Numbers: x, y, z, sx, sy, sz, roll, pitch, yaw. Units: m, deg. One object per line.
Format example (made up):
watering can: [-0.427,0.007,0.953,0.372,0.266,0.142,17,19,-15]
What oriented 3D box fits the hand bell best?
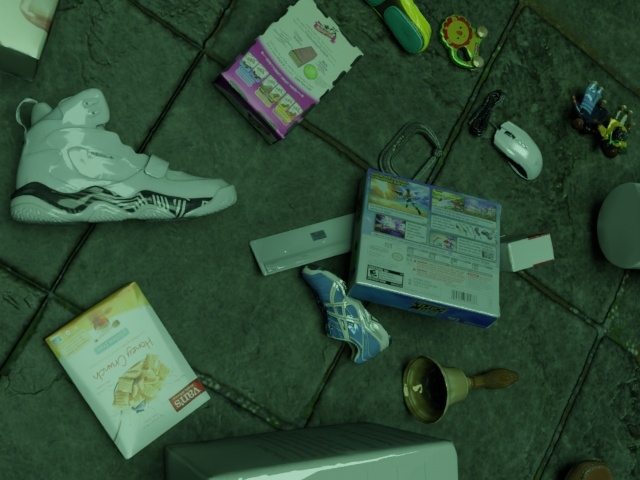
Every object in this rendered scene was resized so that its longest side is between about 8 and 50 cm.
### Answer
hand bell: [0.289,0.270,1.748,0.242,0.126,0.126,-1,86,-34]

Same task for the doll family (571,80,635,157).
doll family: [0.585,-0.244,1.920,0.193,0.076,0.111,33,78,-12]

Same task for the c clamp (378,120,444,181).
c clamp: [0.182,-0.145,1.771,0.137,0.022,0.160,38,74,-10]

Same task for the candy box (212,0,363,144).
candy box: [-0.058,-0.309,1.654,0.159,0.071,0.233,47,71,-12]

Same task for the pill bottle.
pill bottle: [0.791,-0.020,1.900,0.408,0.229,0.229,3,84,-22]

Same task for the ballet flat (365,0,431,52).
ballet flat: [0.136,-0.462,1.755,0.231,0.077,0.077,52,48,-14]

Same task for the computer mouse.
computer mouse: [0.387,-0.203,1.846,0.193,0.042,0.106,43,70,-14]

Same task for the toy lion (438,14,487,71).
toy lion: [0.279,-0.395,1.826,0.096,0.034,0.100,10,82,-15]

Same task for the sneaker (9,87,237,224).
sneaker: [-0.316,-0.134,1.494,0.366,0.137,0.210,-2,89,-20]

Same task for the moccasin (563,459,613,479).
moccasin: [0.534,0.621,1.784,0.139,0.147,0.380,9,82,-22]

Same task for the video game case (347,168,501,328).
video game case: [0.192,0.014,1.668,0.270,0.061,0.244,14,59,-10]

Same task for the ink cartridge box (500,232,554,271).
ink cartridge box: [0.366,0.023,1.770,0.099,0.135,0.056,-13,94,-23]

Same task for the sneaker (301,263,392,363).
sneaker: [0.036,0.131,1.651,0.081,0.080,0.211,-42,94,-12]

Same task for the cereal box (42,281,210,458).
cereal box: [-0.316,0.212,1.516,0.173,0.047,0.240,-36,99,-21]

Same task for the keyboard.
keyboard: [0.000,0.000,1.672,0.256,0.014,0.072,-15,61,-23]

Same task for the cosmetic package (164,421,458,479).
cosmetic package: [-0.020,0.485,1.467,0.394,0.327,0.329,-3,87,-22]

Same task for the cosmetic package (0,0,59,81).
cosmetic package: [-0.465,-0.421,1.450,0.129,0.153,0.296,19,80,-19]
